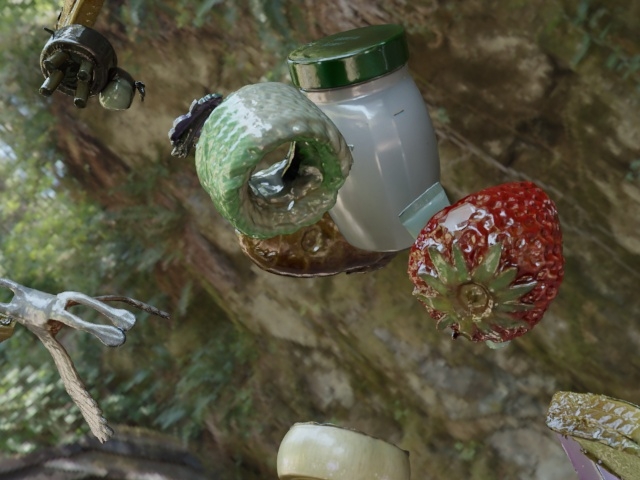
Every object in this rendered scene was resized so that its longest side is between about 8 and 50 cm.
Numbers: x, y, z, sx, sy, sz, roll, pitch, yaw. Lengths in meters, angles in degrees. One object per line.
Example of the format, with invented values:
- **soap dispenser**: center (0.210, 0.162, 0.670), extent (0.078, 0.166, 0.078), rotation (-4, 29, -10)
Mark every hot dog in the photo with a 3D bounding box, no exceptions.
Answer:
- **hot dog**: center (-0.433, -0.495, 1.908), extent (0.068, 0.083, 0.289), rotation (0, -40, -42)

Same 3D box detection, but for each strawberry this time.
- **strawberry**: center (0.236, 0.010, 1.315), extent (0.244, 0.205, 0.205), rotation (-52, -13, -47)

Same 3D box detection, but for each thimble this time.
- **thimble**: center (-0.068, -0.120, 1.452), extent (0.219, 0.150, 0.219), rotation (-19, -45, -20)

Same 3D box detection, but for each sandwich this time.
- **sandwich**: center (0.503, 0.329, 1.541), extent (0.087, 0.251, 0.226), rotation (-59, 24, -10)

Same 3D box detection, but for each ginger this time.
- **ginger**: center (0.000, 0.000, 2.202), extent (0.418, 0.176, 0.254), rotation (-2, -12, -23)

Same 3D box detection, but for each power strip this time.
- **power strip**: center (0.513, 0.429, 1.857), extent (0.037, 0.279, 0.109), rotation (-14, -37, -11)

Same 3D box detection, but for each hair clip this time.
- **hair clip**: center (-0.282, -0.257, 2.258), extent (0.195, 0.052, 0.124), rotation (-50, -16, 30)

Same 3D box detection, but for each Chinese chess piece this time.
- **Chinese chess piece**: center (0.045, 0.432, 1.900), extent (0.257, 0.257, 0.104), rotation (80, -158, -64)

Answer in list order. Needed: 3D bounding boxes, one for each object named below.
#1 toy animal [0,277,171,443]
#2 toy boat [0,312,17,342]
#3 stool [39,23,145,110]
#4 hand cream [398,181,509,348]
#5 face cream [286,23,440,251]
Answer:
- **toy animal**: center (-0.391, 0.122, 1.453), extent (0.284, 0.302, 0.225), rotation (92, -157, -68)
- **toy boat**: center (-0.616, 0.123, 1.679), extent (0.064, 0.206, 0.072), rotation (-90, 17, -62)
- **stool**: center (-0.414, -0.294, 1.785), extent (0.125, 0.217, 0.121), rotation (-32, 34, 32)
- **hand cream**: center (0.224, 0.049, 1.603), extent (0.085, 0.058, 0.331), rotation (-38, -59, -6)
- **face cream**: center (0.082, -0.176, 1.744), extent (0.219, 0.312, 0.357), rotation (-18, -68, -6)
